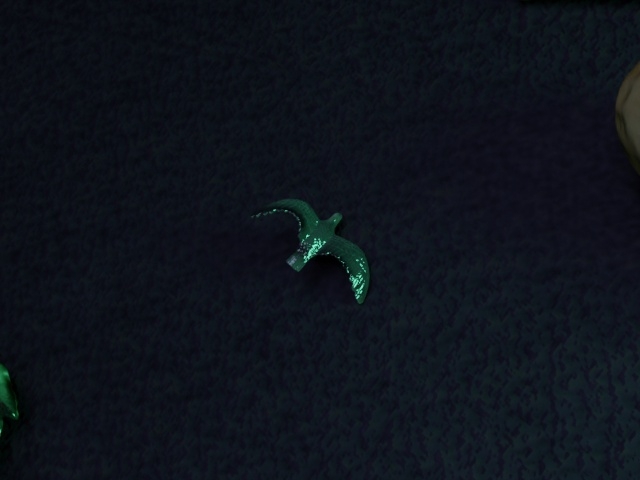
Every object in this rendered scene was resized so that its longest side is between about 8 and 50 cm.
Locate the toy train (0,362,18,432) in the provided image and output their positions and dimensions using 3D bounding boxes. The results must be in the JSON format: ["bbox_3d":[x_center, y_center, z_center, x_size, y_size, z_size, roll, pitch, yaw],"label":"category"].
[{"bbox_3d":[-0.351,0.065,0.866,0.237,0.150,0.369,-38,57,7],"label":"toy train"}]

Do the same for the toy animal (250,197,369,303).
[{"bbox_3d":[-0.001,0.000,0.827,0.084,0.050,0.028,39,118,-4],"label":"toy animal"}]

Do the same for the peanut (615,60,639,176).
[{"bbox_3d":[0.269,-0.034,0.696,0.263,0.117,0.101,32,73,27],"label":"peanut"}]
